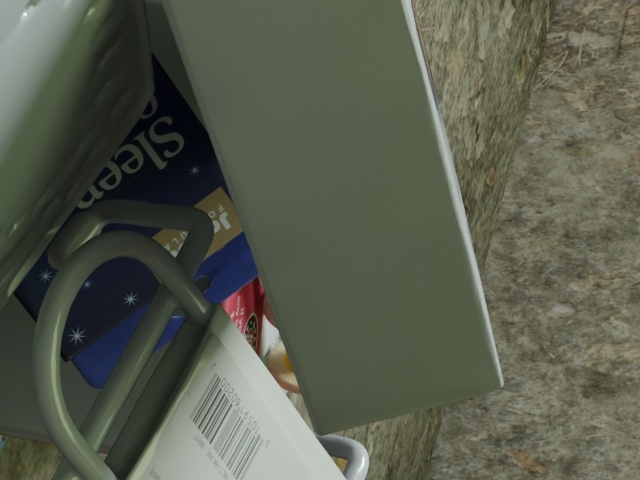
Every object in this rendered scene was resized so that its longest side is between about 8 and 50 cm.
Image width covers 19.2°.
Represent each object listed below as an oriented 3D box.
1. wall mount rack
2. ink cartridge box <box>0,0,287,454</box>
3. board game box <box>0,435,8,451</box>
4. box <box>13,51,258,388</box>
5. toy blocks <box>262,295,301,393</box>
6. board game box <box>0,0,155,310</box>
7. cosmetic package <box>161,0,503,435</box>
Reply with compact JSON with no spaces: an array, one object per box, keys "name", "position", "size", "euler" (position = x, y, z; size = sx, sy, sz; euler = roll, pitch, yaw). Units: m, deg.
[{"name":"wall mount rack","position":[-0.106,0.161,0.939],"size":[0.304,0.130,0.350],"euler":[-61,138,-30]},{"name":"ink cartridge box","position":[-0.081,-0.037,1.259],"size":[0.384,0.160,0.279],"euler":[-33,129,-75]},{"name":"board game box","position":[-0.225,0.097,1.129],"size":[0.154,0.026,0.103],"euler":[85,21,-49]},{"name":"box","position":[-0.126,-0.034,1.005],"size":[0.225,0.136,0.036],"euler":[55,-6,-24]},{"name":"toy blocks","position":[0.000,0.000,1.142],"size":[0.123,0.054,0.148],"euler":[-67,161,-47]},{"name":"board game box","position":[-0.198,0.047,0.693],"size":[0.390,0.050,0.390],"euler":[-54,178,-8]},{"name":"cosmetic package","position":[-0.019,-0.147,0.827],"size":[0.284,0.097,0.377],"euler":[-103,176,-50]}]
